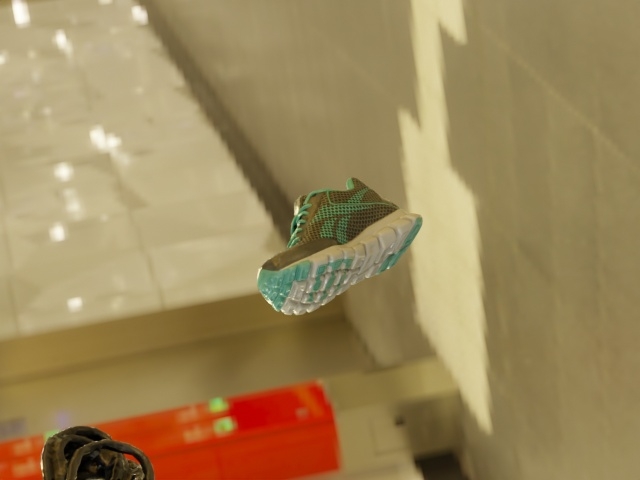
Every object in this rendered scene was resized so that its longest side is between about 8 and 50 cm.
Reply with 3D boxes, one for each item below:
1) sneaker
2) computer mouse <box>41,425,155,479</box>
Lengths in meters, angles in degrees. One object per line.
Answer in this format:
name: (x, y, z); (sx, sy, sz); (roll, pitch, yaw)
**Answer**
sneaker: (0.000, 0.000, 1.235); (0.076, 0.166, 0.065); (43, 127, 19)
computer mouse: (-0.027, 0.205, 0.729); (0.272, 0.072, 0.188); (48, -156, -16)
